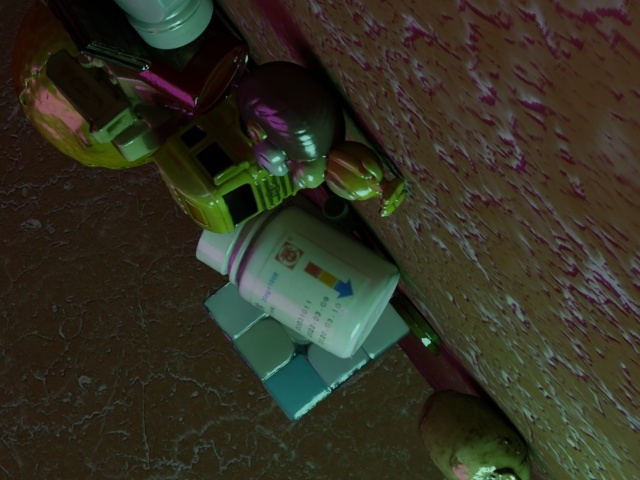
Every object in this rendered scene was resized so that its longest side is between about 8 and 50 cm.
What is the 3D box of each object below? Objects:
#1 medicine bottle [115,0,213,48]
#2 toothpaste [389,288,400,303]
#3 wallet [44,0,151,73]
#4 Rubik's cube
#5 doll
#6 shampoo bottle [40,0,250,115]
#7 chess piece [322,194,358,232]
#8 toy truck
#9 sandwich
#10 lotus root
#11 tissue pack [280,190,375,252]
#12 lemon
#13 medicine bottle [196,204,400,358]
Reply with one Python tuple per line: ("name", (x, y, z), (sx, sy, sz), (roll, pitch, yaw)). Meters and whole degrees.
("medicine bottle", (-0.223, -0.345, 1.051), (0.161, 0.111, 0.296), (44, 175, 25))
("toothpaste", (0.110, 0.076, 1.707), (0.216, 0.037, 0.062), (47, 175, 14))
("wallet", (-0.307, -0.309, 1.156), (0.230, 0.042, 0.124), (57, -157, 17))
("Rubik's cube", (-0.033, 0.174, 2.180), (0.347, 0.346, 0.344), (54, 179, 1))
("doll", (-0.008, -0.093, 0.849), (0.188, 0.096, 0.145), (40, 178, 34))
("shampoo bottle", (-0.247, -0.285, 1.242), (0.314, 0.118, 0.076), (33, 168, 18))
("chess piece", (0.034, -0.038, 1.461), (0.042, 0.042, 0.093), (52, -177, 26))
("toy truck", (-0.206, -0.198, 1.341), (0.405, 0.254, 0.180), (49, 172, 16))
("sandwich", (0.167, 0.143, 1.609), (0.135, 0.029, 0.067), (51, -177, 26))
("lotus root", (0.246, 0.336, 1.537), (0.284, 0.146, 0.160), (-125, 17, -67))
("tissue pack", (0.000, 0.000, 1.585), (0.196, 0.092, 0.148), (37, 178, -1))
("lemon", (-0.362, -0.314, 1.642), (0.350, 0.350, 0.387), (55, -143, -43))
("medicine bottle", (-0.037, 0.043, 1.429), (0.293, 0.170, 0.170), (31, 174, 9))
